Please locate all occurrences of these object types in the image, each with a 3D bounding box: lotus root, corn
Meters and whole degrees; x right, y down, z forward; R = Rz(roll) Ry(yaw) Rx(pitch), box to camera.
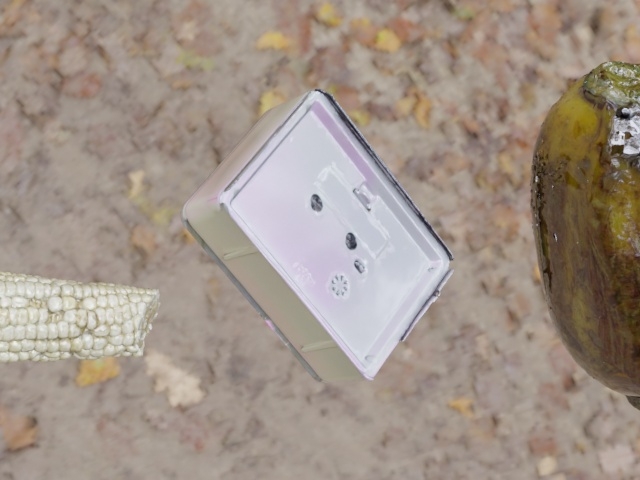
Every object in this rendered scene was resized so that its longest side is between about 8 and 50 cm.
[{"bbox_3d":[0.312,0.008,1.346,0.196,0.179,0.397,-28,126,-21],"label":"lotus root"},{"bbox_3d":[-0.243,0.076,1.291,0.210,0.087,0.087,5,69,-24],"label":"corn"}]

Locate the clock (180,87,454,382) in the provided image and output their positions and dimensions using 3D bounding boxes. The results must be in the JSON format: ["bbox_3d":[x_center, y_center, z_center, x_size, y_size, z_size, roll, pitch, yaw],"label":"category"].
[{"bbox_3d":[0.000,0.000,1.087,0.192,0.071,0.147,50,56,-19],"label":"clock"}]
